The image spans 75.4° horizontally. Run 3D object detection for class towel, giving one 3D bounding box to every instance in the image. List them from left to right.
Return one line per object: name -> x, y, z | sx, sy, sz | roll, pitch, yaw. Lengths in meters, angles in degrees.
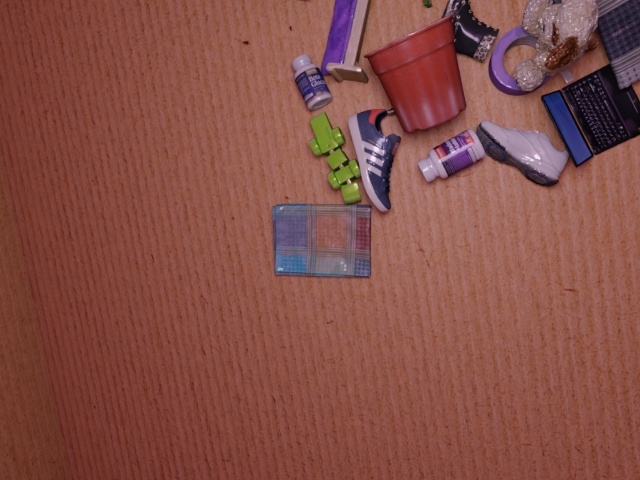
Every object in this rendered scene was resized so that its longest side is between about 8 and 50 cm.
towel -> 0.000, 0.000, 1.517 | 0.371, 0.040, 0.270 | 1, 98, 15
towel -> 0.929, -0.629, 1.109 | 0.325, 0.056, 0.312 | -26, 108, 25

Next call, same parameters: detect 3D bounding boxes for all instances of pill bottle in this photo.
pill bottle -> -0.034, -0.547, 1.432 | 0.094, 0.094, 0.169 | -25, 90, 16
pill bottle -> 0.418, -0.267, 1.338 | 0.194, 0.108, 0.108 | -28, 89, 16

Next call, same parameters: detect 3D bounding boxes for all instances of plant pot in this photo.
plant pot -> 0.305, -0.490, 1.257 | 0.273, 0.272, 0.264 | -19, 111, 16

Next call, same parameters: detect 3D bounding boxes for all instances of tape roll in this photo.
tape roll -> 0.619, -0.548, 1.267 | 0.189, 0.080, 0.188 | 2, 96, 14

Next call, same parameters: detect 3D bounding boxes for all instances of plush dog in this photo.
plush dog -> 0.651, -0.545, 1.098 | 0.211, 0.225, 0.261 | 8, 97, 14

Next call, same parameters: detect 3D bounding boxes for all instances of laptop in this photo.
laptop -> 0.807, -0.373, 1.208 | 0.265, 0.136, 0.234 | -26, 90, 16

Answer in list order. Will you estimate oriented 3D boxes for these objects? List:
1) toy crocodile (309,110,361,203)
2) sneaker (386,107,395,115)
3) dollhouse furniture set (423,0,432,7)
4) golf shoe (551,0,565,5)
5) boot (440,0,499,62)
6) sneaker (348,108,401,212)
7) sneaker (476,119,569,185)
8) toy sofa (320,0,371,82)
toy crocodile -> 0.059, -0.287, 1.444 | 0.115, 0.105, 0.340 | -28, 84, 17
sneaker -> 0.259, -0.450, 1.403 | 0.084, 0.032, 0.036 | -16, 80, 10
dollhouse furniture set -> 0.389, -0.796, 1.288 | 0.152, 0.076, 0.058 | -14, 90, 38
golf shoe -> 0.703, -0.729, 1.214 | 0.120, 0.105, 0.272 | -26, 90, 9
boot -> 0.474, -0.690, 1.289 | 0.179, 0.085, 0.236 | 24, 107, 8
sneaker -> 0.207, -0.273, 1.381 | 0.148, 0.131, 0.349 | -16, 92, 20
sneaker -> 0.629, -0.293, 1.297 | 0.297, 0.111, 0.129 | 34, 88, 5
toy sofa -> 0.098, -0.716, 1.350 | 0.177, 0.150, 0.361 | 14, 100, 12
